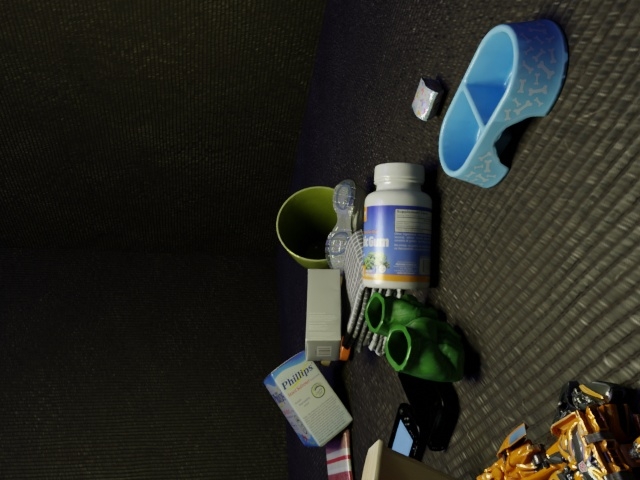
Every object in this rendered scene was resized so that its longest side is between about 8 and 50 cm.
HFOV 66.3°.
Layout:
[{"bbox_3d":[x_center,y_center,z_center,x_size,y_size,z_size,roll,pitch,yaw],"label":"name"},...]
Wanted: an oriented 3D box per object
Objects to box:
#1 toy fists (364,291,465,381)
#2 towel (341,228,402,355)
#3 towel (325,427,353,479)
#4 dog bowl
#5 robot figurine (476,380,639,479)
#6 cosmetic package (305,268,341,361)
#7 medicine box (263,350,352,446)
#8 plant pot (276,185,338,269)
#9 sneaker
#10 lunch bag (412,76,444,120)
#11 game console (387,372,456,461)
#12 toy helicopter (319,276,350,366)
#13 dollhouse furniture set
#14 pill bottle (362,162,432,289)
[{"bbox_3d":[0.195,0.185,0.984,0.279,0.142,0.096,-125,55,-70],"label":"toy fists"},{"bbox_3d":[0.123,0.145,1.366,0.235,0.121,0.283,-104,20,-55],"label":"towel"},{"bbox_3d":[0.075,0.823,1.652,0.237,0.037,0.329,117,151,-58],"label":"towel"},{"bbox_3d":[0.282,-0.218,0.811,0.297,0.074,0.166,107,161,-51],"label":"dog bowl"},{"bbox_3d":[0.300,0.301,0.589,0.291,0.085,0.211,105,162,-45],"label":"robot figurine"},{"bbox_3d":[0.009,0.207,1.390,0.127,0.107,0.238,90,178,-48],"label":"cosmetic package"},{"bbox_3d":[-0.054,0.565,1.738,0.289,0.149,0.263,53,157,11],"label":"medicine box"},{"bbox_3d":[0.000,0.000,1.736,0.293,0.275,0.274,82,-175,-65],"label":"plant pot"},{"bbox_3d":[0.101,-0.034,1.509,0.111,0.129,0.297,10,89,43],"label":"sneaker"},{"bbox_3d":[0.239,-0.311,1.085,0.083,0.053,0.071,-87,9,-53],"label":"lunch bag"},{"bbox_3d":[0.209,0.414,1.091,0.213,0.044,0.361,-109,24,-61],"label":"game console"},{"bbox_3d":[0.044,0.280,1.785,0.235,0.140,0.355,98,-179,-67],"label":"toy helicopter"},{"bbox_3d":[0.109,0.558,0.854,0.286,0.198,0.303,-69,6,-53],"label":"dollhouse furniture set"},{"bbox_3d":[0.172,-0.030,1.098,0.152,0.152,0.272,169,102,-78],"label":"pill bottle"}]
